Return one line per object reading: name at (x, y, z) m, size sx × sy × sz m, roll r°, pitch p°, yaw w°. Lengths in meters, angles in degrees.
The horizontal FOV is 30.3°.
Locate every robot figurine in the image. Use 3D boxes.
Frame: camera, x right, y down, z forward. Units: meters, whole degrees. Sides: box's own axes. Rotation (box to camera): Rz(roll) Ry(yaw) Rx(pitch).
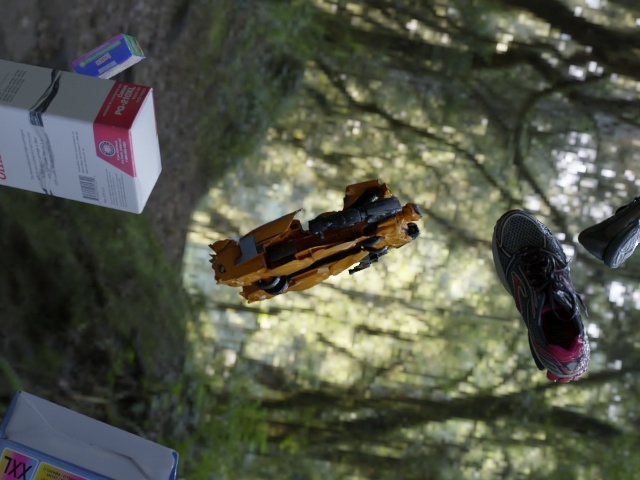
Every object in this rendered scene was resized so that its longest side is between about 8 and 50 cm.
robot figurine at (0.000, 0.000, 1.656) m, size 0.211 × 0.291 × 0.085 m, roll 44°, pitch 25°, yaw -69°

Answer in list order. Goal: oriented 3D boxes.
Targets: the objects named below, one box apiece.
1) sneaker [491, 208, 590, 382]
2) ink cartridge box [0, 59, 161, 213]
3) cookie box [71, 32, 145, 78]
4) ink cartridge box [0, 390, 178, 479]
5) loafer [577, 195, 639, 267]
sneaker at (0.369, 0.077, 1.929) m, size 0.112 × 0.121 × 0.299 m, roll 68°, pitch 2°, yaw -66°
ink cartridge box at (-0.360, -0.148, 1.689) m, size 0.172 × 0.237 × 0.100 m, roll 93°, pitch 12°, yaw -49°
cookie box at (-0.325, -0.278, 1.820) m, size 0.040 × 0.092 × 0.107 m, roll 61°, pitch 5°, yaw -6°
ink cartridge box at (-0.410, 0.461, 1.779) m, size 0.151 × 0.270 × 0.395 m, roll -87°, pitch -158°, yaw -67°
loafer at (0.558, -0.039, 2.139) m, size 0.267 × 0.084 × 0.096 m, roll -31°, pitch 142°, yaw -45°
